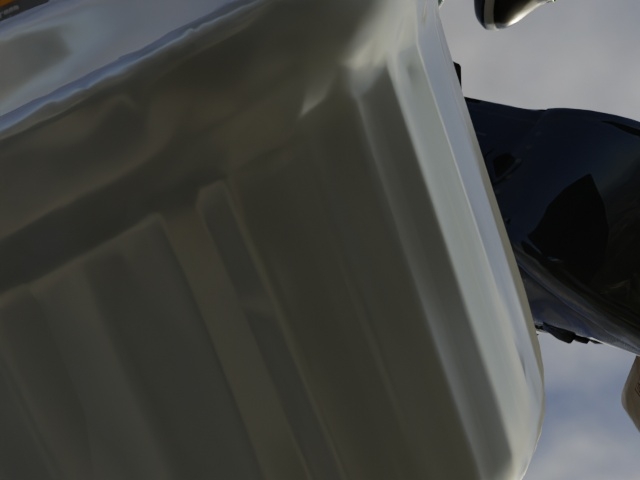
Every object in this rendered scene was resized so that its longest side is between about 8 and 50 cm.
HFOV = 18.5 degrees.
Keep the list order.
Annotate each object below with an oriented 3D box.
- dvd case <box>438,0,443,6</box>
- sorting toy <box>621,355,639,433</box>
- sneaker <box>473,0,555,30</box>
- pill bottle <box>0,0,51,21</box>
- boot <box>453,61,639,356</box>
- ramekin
[{"bbox_3d":[0.085,-0.170,1.035,0.013,0.087,0.119,31,-127,-1],"label":"dvd case"},{"bbox_3d":[0.278,0.032,1.066,0.089,0.257,0.255,17,-76,-10],"label":"sorting toy"},{"bbox_3d":[0.222,-0.236,1.519,0.234,0.097,0.084,-43,-23,1],"label":"sneaker"},{"bbox_3d":[-0.123,-0.024,1.163,0.162,0.162,0.278,8,-114,-43],"label":"pill bottle"},{"bbox_3d":[0.079,0.038,0.880,0.091,0.263,0.229,-43,-31,-30],"label":"boot"},{"bbox_3d":[-0.080,0.029,0.480,0.277,0.277,0.135,-31,-75,-32],"label":"ramekin"}]
